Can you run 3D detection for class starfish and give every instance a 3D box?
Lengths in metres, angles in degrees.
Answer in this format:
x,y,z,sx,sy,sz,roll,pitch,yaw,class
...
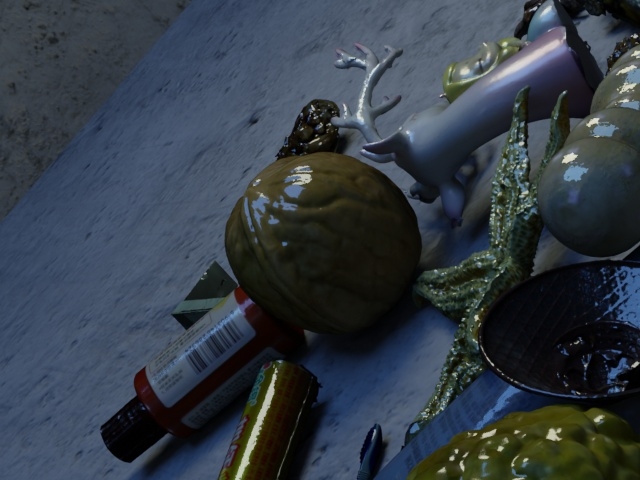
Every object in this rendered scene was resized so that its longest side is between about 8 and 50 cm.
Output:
x,y,z,sx,sy,sz,roll,pitch,yaw,class
0.174,0.021,1.348,0.347,0.078,0.358,-72,9,-53,starfish

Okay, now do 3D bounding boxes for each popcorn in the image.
x,y,z,sx,sy,sz,roll,pitch,yaw,class
0.140,0.207,1.018,0.203,0.200,0.226,12,59,51,popcorn

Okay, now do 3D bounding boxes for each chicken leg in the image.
x,y,z,sx,sy,sz,roll,pitch,yaw,class
-0.031,-0.120,2.046,0.196,0.080,0.125,-59,15,-15,chicken leg

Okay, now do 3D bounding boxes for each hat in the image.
x,y,z,sx,sy,sz,roll,pitch,yaw,class
0.227,0.098,1.111,0.193,0.082,0.193,-9,30,5,hat

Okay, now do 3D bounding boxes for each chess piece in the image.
x,y,z,sx,sy,sz,roll,pitch,yaw,class
0.284,-0.074,1.247,0.142,0.143,0.261,-24,13,40,chess piece

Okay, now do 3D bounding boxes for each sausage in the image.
x,y,z,sx,sy,sz,roll,pitch,yaw,class
-0.083,0.283,1.423,0.082,0.082,0.371,-26,29,36,sausage

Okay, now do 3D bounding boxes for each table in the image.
x,y,z,sx,sy,sz,roll,pitch,yaw,class
-0.134,0.104,1.834,0.146,0.062,0.175,-9,39,54,table

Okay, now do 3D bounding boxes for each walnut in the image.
x,y,z,sx,sy,sz,roll,pitch,yaw,class
0.000,0.000,1.576,0.228,0.228,0.228,-36,24,19,walnut

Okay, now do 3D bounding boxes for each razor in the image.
x,y,z,sx,sy,sz,roll,pitch,yaw,class
0.031,0.244,1.360,0.028,0.044,0.154,14,52,29,razor

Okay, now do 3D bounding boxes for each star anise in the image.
x,y,z,sx,sy,sz,roll,pitch,yaw,class
0.308,-0.306,1.829,0.141,0.042,0.141,-36,22,17,star anise

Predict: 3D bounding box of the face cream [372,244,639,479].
x,y,z,sx,sy,sz,roll,pitch,yaw,class
0.173,0.146,1.220,0.385,0.086,0.135,-43,19,10,face cream

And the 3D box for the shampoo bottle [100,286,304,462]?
x,y,z,sx,sy,sz,roll,pitch,yaw,class
-0.154,0.169,1.694,0.278,0.104,0.104,-40,23,10,shampoo bottle

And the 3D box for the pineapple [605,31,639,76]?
x,y,z,sx,sy,sz,roll,pitch,yaw,class
0.371,-0.175,1.442,0.103,0.083,0.221,-42,23,-3,pineapple

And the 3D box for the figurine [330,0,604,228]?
x,y,z,sx,sy,sz,roll,pitch,yaw,class
0.173,-0.149,1.605,0.315,0.206,0.284,-25,26,18,figurine

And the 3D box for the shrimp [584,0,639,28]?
x,y,z,sx,sy,sz,roll,pitch,yaw,class
0.378,-0.346,1.538,0.085,0.272,0.445,-16,8,-14,shrimp
